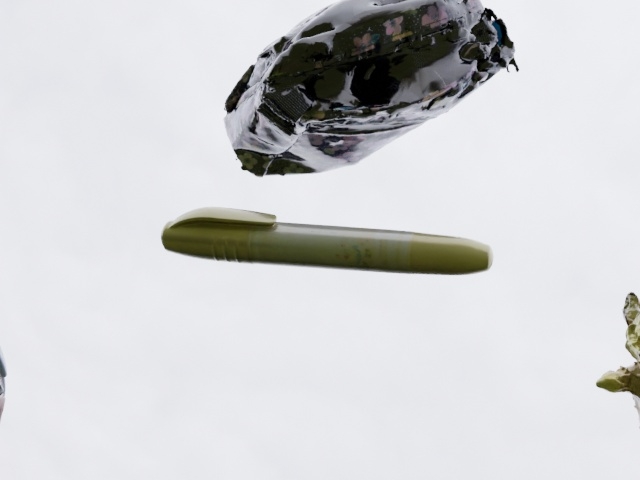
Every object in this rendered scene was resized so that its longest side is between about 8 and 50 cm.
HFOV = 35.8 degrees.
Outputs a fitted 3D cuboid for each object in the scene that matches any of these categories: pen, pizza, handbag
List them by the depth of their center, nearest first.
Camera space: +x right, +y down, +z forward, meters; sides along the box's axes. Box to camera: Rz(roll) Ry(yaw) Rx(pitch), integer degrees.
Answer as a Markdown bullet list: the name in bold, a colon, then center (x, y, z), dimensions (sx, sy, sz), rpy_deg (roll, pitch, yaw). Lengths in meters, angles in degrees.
- **pen**: center (0.000, 0.000, 0.676), dimensions (0.234, 0.032, 0.040), rpy_deg (3, -59, 14)
- **handbag**: center (0.031, -0.134, 0.814), dimensions (0.126, 0.229, 0.208), rpy_deg (68, -21, 1)
- **pizza**: center (0.376, 0.124, 1.067), dimensions (0.036, 0.099, 0.160), rpy_deg (-36, -68, 17)

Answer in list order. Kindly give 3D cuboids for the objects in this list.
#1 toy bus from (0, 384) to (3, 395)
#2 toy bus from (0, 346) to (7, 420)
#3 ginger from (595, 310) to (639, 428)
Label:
- **toy bus**: center (-0.292, 0.049, 0.512), dimensions (0.262, 0.150, 0.128), rpy_deg (11, -42, 47)
- **toy bus**: center (-0.453, 0.185, 0.950), dimensions (0.294, 0.231, 0.197), rpy_deg (-10, -43, -9)
- **ginger**: center (0.367, 0.132, 0.941), dimensions (0.216, 0.157, 0.102), rpy_deg (-1, -22, -8)
